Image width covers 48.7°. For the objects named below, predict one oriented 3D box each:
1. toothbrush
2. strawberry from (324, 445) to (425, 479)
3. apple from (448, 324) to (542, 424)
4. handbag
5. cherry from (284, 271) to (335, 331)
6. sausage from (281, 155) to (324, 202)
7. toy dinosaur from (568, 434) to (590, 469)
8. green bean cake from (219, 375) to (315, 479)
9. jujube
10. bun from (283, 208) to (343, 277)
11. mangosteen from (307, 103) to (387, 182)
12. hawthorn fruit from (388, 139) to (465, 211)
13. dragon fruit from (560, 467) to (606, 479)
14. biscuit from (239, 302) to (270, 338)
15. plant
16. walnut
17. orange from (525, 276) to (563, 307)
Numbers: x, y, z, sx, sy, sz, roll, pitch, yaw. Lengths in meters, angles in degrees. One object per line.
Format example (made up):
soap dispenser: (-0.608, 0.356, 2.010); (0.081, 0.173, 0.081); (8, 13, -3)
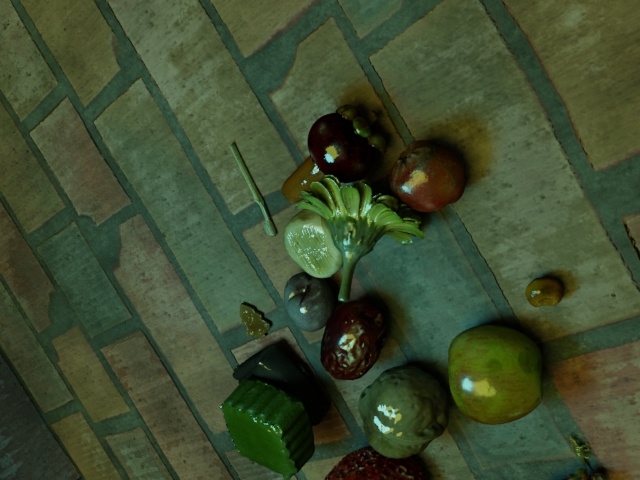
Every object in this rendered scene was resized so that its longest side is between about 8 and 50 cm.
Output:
toothbrush: (-0.192, -0.145, 2.029); (0.028, 0.026, 0.294); (-13, 103, 38)
strawberry: (0.148, 0.743, 2.050); (0.292, 0.310, 0.291); (11, 114, 26)
apple: (0.433, 0.326, 1.736); (0.226, 0.246, 0.246); (-11, 106, 18)
handbag: (-0.134, 0.477, 2.235); (0.285, 0.113, 0.257); (50, 136, -5)
cherry: (-0.029, 0.179, 1.996); (0.176, 0.140, 0.176); (158, 90, -79)
sausage: (-0.035, -0.167, 1.881); (0.076, 0.076, 0.197); (52, 129, 2)
toy dinosaur: (0.661, 0.536, 1.781); (0.041, 0.026, 0.113); (-26, 99, 41)
green bean cake: (-0.149, 0.553, 2.108); (0.250, 0.156, 0.246); (11, 129, 34)
jujube: (0.085, 0.271, 1.944); (0.183, 0.183, 0.243); (39, 133, 13)
bun: (0.000, 0.000, 1.909); (0.178, 0.128, 0.193); (-18, 112, 38)
mangosteen: (0.068, -0.239, 1.727); (0.200, 0.200, 0.199); (15, 119, 28)
hawthorn fruit: (0.251, -0.146, 1.646); (0.173, 0.173, 0.172); (15, 119, 28)
dragon fruit: (0.645, 0.649, 1.784); (0.207, 0.150, 0.133); (-57, 44, 33)
biscuit: (-0.212, 0.251, 2.236); (0.119, 0.019, 0.130); (-27, 96, 40)
plant: (0.102, -0.024, 1.733); (0.306, 0.261, 0.296); (5, 106, 20)
walnut: (0.222, 0.464, 1.915); (0.248, 0.248, 0.248); (15, 119, 28)
orange: (0.521, 0.116, 1.650); (0.086, 0.062, 0.086); (0, 144, 0)
